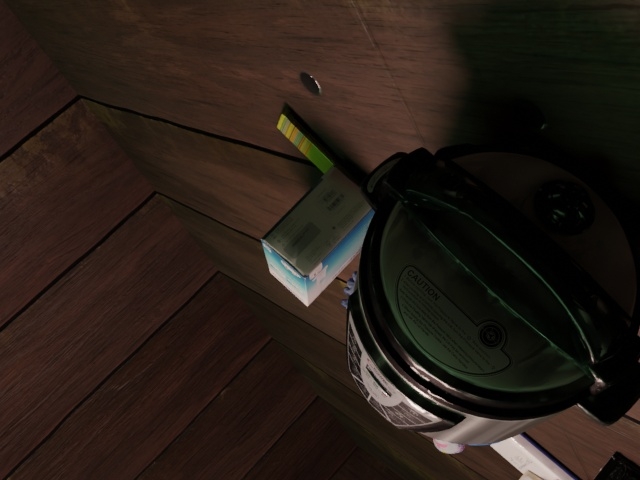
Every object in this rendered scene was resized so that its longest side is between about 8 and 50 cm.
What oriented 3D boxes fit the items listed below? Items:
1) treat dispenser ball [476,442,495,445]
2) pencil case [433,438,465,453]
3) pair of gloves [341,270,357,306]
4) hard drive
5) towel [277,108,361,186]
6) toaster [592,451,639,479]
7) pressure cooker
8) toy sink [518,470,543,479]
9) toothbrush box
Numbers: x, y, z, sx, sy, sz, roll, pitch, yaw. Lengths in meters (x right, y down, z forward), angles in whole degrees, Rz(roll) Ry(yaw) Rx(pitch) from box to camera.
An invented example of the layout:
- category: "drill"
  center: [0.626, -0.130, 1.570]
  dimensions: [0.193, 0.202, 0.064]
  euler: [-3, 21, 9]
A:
- category: "treat dispenser ball"
  center: [0.280, 0.228, 1.357]
  dimensions: [0.288, 0.288, 0.288]
  euler: [40, 163, 15]
- category: "pencil case"
  center: [0.353, 0.521, 2.178]
  dimensions: [0.124, 0.113, 0.273]
  euler: [40, 165, 47]
- category: "pair of gloves"
  center: [0.105, 0.065, 1.593]
  dimensions: [0.023, 0.198, 0.159]
  euler: [28, -172, -16]
- category: "hard drive"
  center: [0.604, 0.623, 1.952]
  dimensions: [0.318, 0.040, 0.210]
  euler: [39, 162, 18]
- category: "towel"
  center: [0.003, -0.172, 1.533]
  dimensions: [0.237, 0.021, 0.102]
  euler: [44, 169, -2]
- category: "toaster"
  center: [0.637, 0.563, 1.527]
  dimensions: [0.185, 0.168, 0.110]
  euler: [35, 163, 33]
- category: "pressure cooker"
  center: [0.222, 0.071, 1.010]
  dimensions: [0.370, 0.375, 0.420]
  euler: [4, 158, 0]
- category: "toy sink"
  center: [0.562, 0.716, 1.936]
  dimensions: [0.131, 0.153, 0.234]
  euler: [24, 154, 52]
- category: "toothbrush box"
  center: [0.000, 0.000, 1.563]
  dimensions: [0.126, 0.216, 0.295]
  euler: [42, 169, 11]
